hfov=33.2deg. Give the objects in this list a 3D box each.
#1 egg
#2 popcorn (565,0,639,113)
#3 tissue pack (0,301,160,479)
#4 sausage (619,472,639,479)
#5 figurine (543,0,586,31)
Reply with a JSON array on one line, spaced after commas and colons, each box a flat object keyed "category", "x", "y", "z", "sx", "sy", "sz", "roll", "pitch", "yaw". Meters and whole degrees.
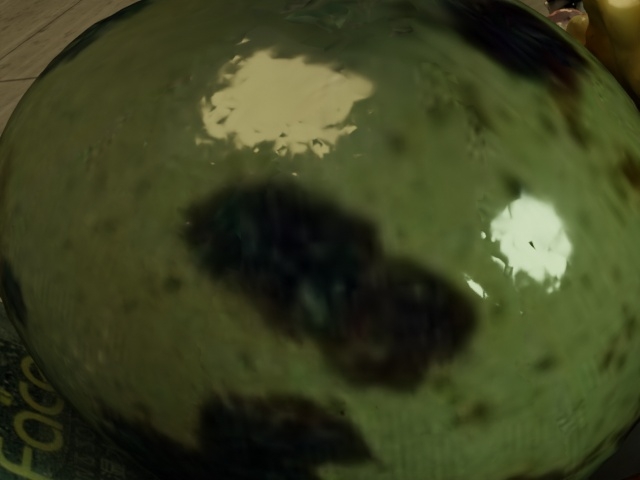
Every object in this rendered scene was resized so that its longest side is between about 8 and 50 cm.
[{"category": "egg", "x": 0.000, "y": 0.000, "z": 0.653, "sx": 0.428, "sy": 0.345, "sz": 0.345, "roll": 18, "pitch": 43, "yaw": 13}, {"category": "popcorn", "x": 0.347, "y": -0.128, "z": 0.701, "sx": 0.390, "sy": 0.344, "sz": 0.354, "roll": -16, "pitch": 34, "yaw": 22}, {"category": "tissue pack", "x": -0.180, "y": 0.150, "z": 0.684, "sx": 0.103, "sy": 0.316, "sz": 0.228, "roll": -55, "pitch": 24, "yaw": 17}, {"category": "sausage", "x": 0.092, "y": 0.219, "z": 0.577, "sx": 0.348, "sy": 0.094, "sz": 0.097, "roll": -25, "pitch": 31, "yaw": 0}, {"category": "figurine", "x": 0.298, "y": -0.272, "z": 1.265, "sx": 0.072, "sy": 0.054, "sz": 0.129, "roll": -5, "pitch": 37, "yaw": 23}]
